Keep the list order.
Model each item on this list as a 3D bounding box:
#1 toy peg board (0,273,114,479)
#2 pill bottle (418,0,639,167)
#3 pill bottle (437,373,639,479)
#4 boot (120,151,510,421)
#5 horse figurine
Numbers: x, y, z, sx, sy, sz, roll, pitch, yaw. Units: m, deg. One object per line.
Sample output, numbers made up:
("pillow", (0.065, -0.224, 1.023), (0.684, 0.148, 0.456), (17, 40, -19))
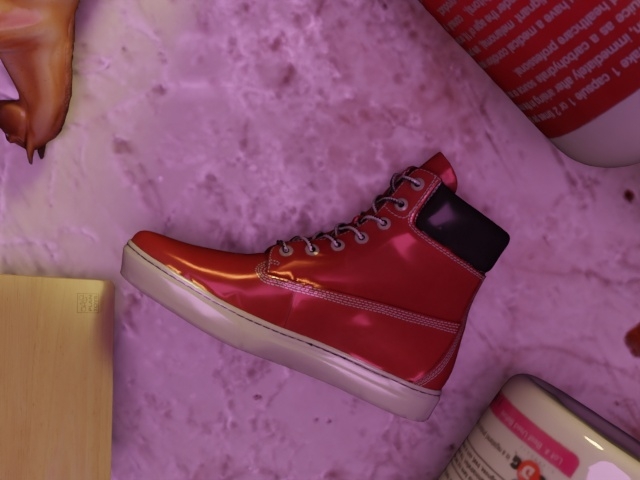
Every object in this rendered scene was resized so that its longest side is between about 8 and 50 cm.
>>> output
("toy peg board", (-0.228, 0.110, 0.822), (0.161, 0.079, 0.161), (4, 72, -17))
("pill bottle", (0.170, -0.195, 0.728), (0.229, 0.229, 0.407), (-43, 95, 4))
("pill bottle", (0.120, 0.247, 0.811), (0.160, 0.160, 0.283), (33, 95, -4))
("boot", (0.000, 0.000, 0.822), (0.244, 0.088, 0.176), (22, 95, -11))
("horse figurine", (-0.194, -0.206, 0.804), (0.174, 0.066, 0.263), (36, 97, 1))
